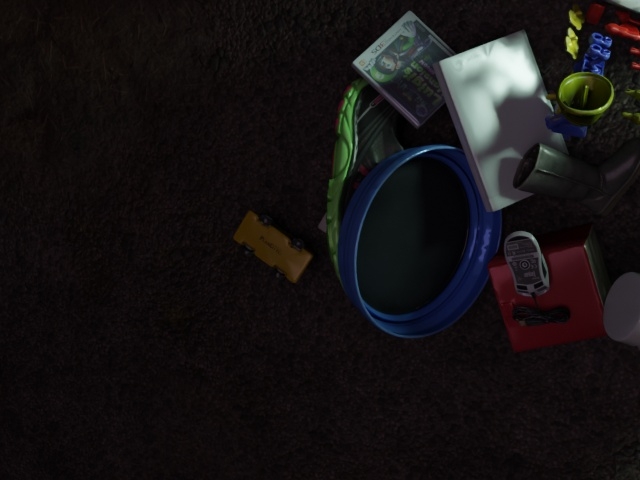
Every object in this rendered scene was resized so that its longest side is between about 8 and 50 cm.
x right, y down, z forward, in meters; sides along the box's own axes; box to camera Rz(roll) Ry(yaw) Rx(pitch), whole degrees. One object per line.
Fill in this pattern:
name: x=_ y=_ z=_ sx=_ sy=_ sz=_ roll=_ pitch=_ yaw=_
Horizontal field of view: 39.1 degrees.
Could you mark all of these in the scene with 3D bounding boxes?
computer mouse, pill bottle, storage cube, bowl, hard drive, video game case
computer mouse: x=0.399 y=0.069 z=1.695 sx=0.106 sy=0.042 sz=0.193 roll=-9 pitch=104 yaw=28
pill bottle: x=0.694 y=0.157 z=1.657 sx=0.319 sy=0.176 sz=0.176 roll=15 pitch=112 yaw=-13
storage cube: x=0.465 y=0.090 z=1.797 sx=0.193 sy=0.184 sz=0.215 roll=-14 pitch=98 yaw=24
bowl: x=0.199 y=-0.001 z=1.795 sx=0.077 sy=0.391 sz=0.391 roll=23 pitch=116 yaw=51
hard drive: x=0.363 y=-0.235 z=1.765 sx=0.203 sy=0.040 sz=0.307 roll=-23 pitch=97 yaw=-17
video game case: x=0.189 y=-0.348 z=1.825 sx=0.190 sy=0.022 sz=0.173 roll=45 pitch=78 yaw=5

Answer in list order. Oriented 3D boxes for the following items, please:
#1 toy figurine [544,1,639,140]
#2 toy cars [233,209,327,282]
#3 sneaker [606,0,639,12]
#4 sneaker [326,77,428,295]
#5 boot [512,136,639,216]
toy figurine: x=0.503 y=-0.248 z=1.651 sx=0.191 sy=0.362 sz=0.217 roll=17 pitch=136 yaw=4
toy cars: x=0.000 y=0.000 z=2.021 sx=0.394 sy=0.087 sz=0.176 roll=-7 pitch=90 yaw=19
sneaker: x=0.615 y=-0.490 z=1.628 sx=0.293 sy=0.108 sz=0.169 roll=19 pitch=109 yaw=6
sneaker: x=0.122 y=-0.096 z=1.846 sx=0.202 sy=0.185 sz=0.482 roll=5 pitch=89 yaw=10
boot: x=0.499 y=-0.147 z=1.729 sx=0.209 sy=0.076 sz=0.189 roll=23 pitch=109 yaw=-13
